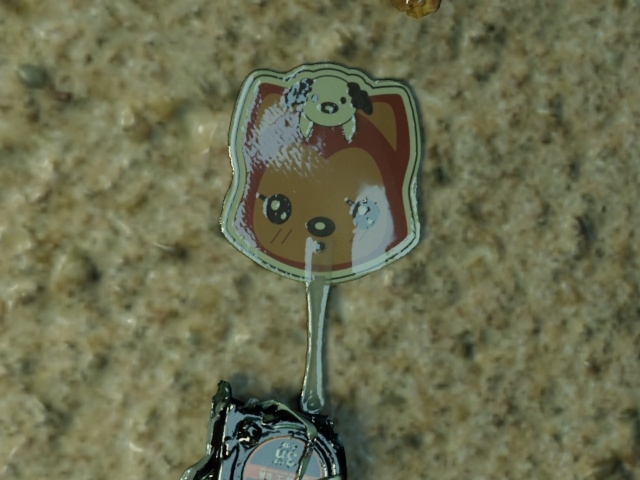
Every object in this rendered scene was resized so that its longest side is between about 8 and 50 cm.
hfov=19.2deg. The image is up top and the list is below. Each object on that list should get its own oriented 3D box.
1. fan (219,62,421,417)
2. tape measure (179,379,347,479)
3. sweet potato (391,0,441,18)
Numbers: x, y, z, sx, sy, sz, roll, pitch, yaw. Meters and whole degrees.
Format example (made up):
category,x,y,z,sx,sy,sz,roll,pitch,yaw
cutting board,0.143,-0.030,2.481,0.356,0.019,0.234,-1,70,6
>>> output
category,x,y,z,sx,sy,sz,roll,pitch,yaw
fan,0.000,0.000,1.171,0.132,0.009,0.220,2,93,-19
tape measure,-0.033,0.140,1.146,0.094,0.054,0.091,23,87,-15
sweet potato,0.050,-0.299,1.103,0.131,0.131,0.336,-13,98,-20
